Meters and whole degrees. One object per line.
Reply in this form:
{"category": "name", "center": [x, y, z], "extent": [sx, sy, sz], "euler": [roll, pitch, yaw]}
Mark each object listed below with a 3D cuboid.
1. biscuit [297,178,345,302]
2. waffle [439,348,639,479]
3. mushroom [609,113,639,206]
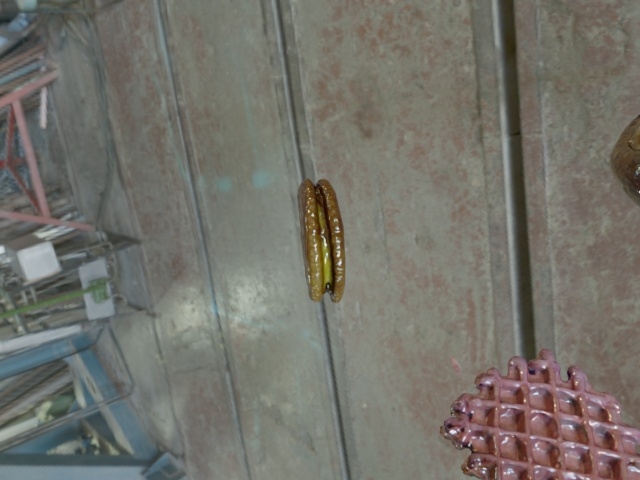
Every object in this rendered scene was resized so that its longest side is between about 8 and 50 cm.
{"category": "biscuit", "center": [0.000, 0.000, 1.036], "extent": [0.220, 0.066, 0.221], "euler": [175, 90, -86]}
{"category": "waffle", "center": [0.271, 0.243, 0.695], "extent": [0.234, 0.221, 0.055], "euler": [52, 155, 30]}
{"category": "mushroom", "center": [0.634, -0.164, 0.928], "extent": [0.239, 0.345, 0.345], "euler": [25, 130, 4]}
